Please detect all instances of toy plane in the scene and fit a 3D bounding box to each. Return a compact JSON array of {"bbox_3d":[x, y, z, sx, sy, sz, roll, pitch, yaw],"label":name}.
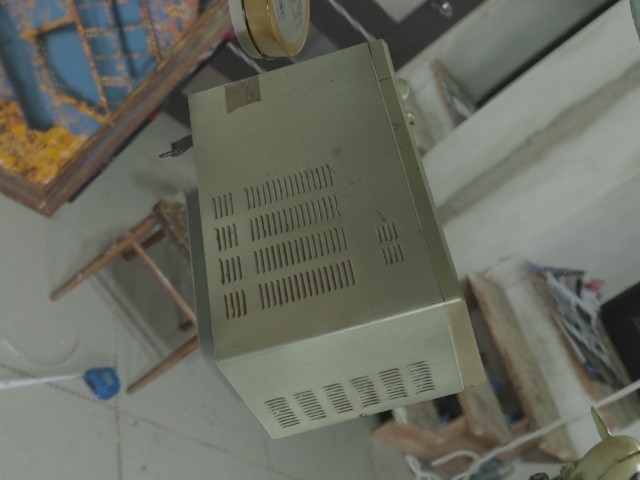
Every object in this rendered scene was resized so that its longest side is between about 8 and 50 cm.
[{"bbox_3d":[0.249,0.231,0.792,0.244,0.229,0.092,86,-12,-49],"label":"toy plane"}]

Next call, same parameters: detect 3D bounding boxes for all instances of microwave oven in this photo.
[{"bbox_3d":[0.000,0.000,0.650,0.145,0.194,0.240,62,14,-53],"label":"microwave oven"}]

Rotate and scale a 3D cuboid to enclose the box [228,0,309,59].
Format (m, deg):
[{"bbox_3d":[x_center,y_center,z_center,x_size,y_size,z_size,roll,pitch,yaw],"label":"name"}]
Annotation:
[{"bbox_3d":[-0.042,-0.208,0.748,0.105,0.037,0.105,1,90,-70],"label":"box"}]

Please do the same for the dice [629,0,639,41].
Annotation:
[{"bbox_3d":[0.400,-0.225,0.621,0.264,0.262,0.268,4,94,-40],"label":"dice"}]
